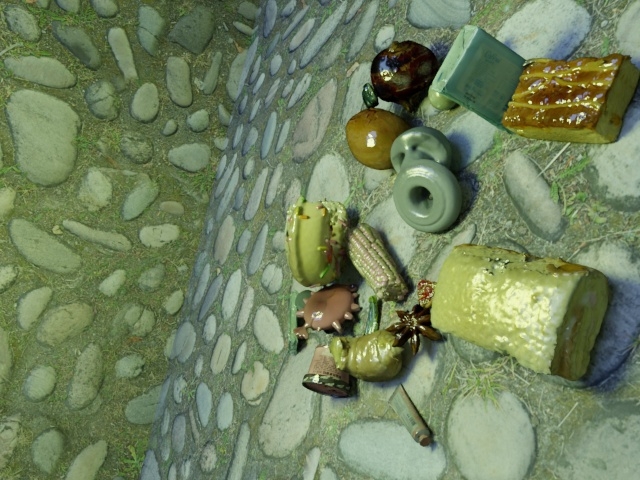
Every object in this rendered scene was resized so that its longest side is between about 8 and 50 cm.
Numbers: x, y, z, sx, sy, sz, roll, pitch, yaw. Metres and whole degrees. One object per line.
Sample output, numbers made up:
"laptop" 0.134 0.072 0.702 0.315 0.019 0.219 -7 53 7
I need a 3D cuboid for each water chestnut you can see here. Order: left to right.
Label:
"water chestnut" 0.283 -0.543 1.930 0.224 0.238 0.223 -25 15 7

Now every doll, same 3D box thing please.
"doll" 0.019 0.228 1.920 0.262 0.093 0.211 -45 43 -19

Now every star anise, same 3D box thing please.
"star anise" 0.254 0.233 1.568 0.168 0.057 0.168 -22 37 17

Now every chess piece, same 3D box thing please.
"chess piece" 0.411 -0.474 1.723 0.243 0.133 0.133 -35 44 53

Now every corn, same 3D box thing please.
"corn" 0.168 0.069 1.815 0.126 0.127 0.335 -57 35 23

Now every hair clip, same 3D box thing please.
"hair clip" 0.152 0.262 1.800 0.060 0.033 0.188 -6 70 61

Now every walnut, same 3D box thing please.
"walnut" 0.182 -0.343 1.943 0.298 0.203 0.203 32 102 49

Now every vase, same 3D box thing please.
"vase" -0.010 0.254 2.046 0.214 0.086 0.086 38 106 56

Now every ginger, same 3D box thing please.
"ginger" 0.137 0.332 1.669 0.267 0.152 0.138 -12 58 32

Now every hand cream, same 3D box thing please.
"hand cream" 0.232 0.462 1.534 0.067 0.043 0.209 -61 24 12

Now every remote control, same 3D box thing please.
"remote control" 0.165 -0.476 1.937 0.042 0.072 0.222 -28 3 7

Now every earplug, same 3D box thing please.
"earplug" 0.309 -0.182 1.685 0.214 0.175 0.325 -30 57 45

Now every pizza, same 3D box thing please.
"pizza" 0.292 0.156 1.626 0.100 0.029 0.099 24 94 62

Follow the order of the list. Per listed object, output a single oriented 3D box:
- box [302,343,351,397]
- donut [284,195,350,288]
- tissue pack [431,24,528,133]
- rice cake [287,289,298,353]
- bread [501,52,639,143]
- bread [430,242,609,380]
"box" 0.029 0.403 1.814 0.151 0.151 0.135 -27 42 52
"donut" -0.003 0.007 1.947 0.371 0.150 0.307 -6 -80 -73
"tissue pack" 0.432 -0.407 1.490 0.177 0.263 0.089 -61 26 14
"rice cake" -0.100 0.301 2.166 0.124 0.038 0.211 96 176 -53
"bread" 0.572 -0.329 1.355 0.275 0.114 0.184 27 96 60
"bread" 0.420 0.135 1.275 0.375 0.165 0.236 18 93 61
